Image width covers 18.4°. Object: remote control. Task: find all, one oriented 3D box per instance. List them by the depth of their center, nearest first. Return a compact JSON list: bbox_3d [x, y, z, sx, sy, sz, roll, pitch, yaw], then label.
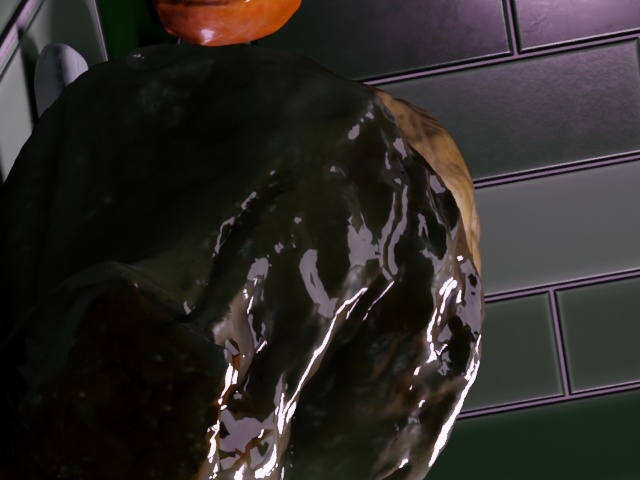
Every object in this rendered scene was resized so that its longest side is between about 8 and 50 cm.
[{"bbox_3d":[-0.136,-0.026,1.121,0.065,0.029,0.166,70,11,-82],"label":"remote control"}]

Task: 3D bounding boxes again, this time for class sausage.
[{"bbox_3d":[-0.091,-0.263,1.858,0.268,0.141,0.153,-101,180,-75],"label":"sausage"}]

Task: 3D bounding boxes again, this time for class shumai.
[{"bbox_3d":[-0.063,0.009,0.877,0.222,0.225,0.260,35,26,-61],"label":"shumai"}]

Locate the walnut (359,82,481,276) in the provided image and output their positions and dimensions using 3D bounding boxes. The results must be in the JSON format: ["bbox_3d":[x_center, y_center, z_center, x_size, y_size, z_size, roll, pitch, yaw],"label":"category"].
[{"bbox_3d":[0.026,-0.010,1.960,0.253,0.282,0.277,29,45,-60],"label":"walnut"}]
